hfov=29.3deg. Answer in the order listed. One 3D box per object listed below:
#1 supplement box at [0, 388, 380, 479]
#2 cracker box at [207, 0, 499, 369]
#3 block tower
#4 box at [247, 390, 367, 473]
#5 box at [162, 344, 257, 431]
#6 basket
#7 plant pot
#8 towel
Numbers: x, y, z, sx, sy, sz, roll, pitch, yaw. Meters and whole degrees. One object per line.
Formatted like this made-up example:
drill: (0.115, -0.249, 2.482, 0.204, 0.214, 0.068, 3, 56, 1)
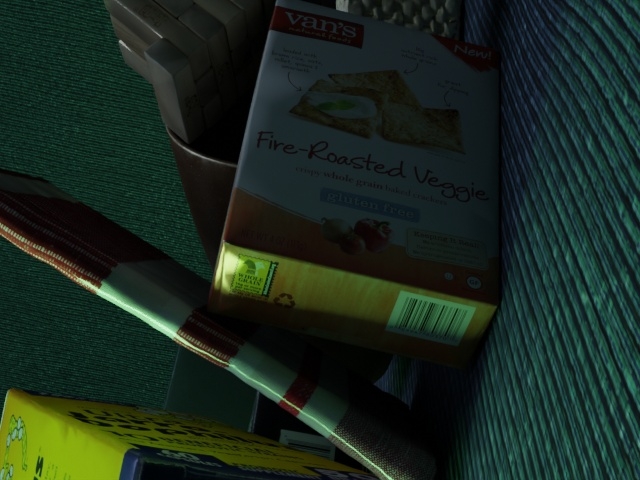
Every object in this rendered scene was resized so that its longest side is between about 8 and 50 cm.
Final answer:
supplement box: (-0.109, 0.229, 0.858, 0.356, 0.194, 0.195, -1, 78, 64)
cracker box: (0.028, -0.044, 0.753, 0.067, 0.155, 0.232, 108, 172, -45)
block tower: (-0.008, -0.222, 0.875, 0.335, 0.097, 0.091, -44, -21, -17)
box: (-0.028, 0.254, 1.124, 0.207, 0.108, 0.153, 105, 174, -55)
box: (-0.135, 0.371, 1.682, 0.293, 0.212, 0.395, -82, 5, -48)
basket: (0.060, -0.185, 1.071, 0.167, 0.113, 0.103, -83, 7, -48)
plant pot: (0.000, 0.000, 0.961, 0.215, 0.215, 0.230, -85, -8, -61)
towel: (-0.079, 0.052, 0.789, 0.037, 0.329, 0.237, -58, -1, -1)
